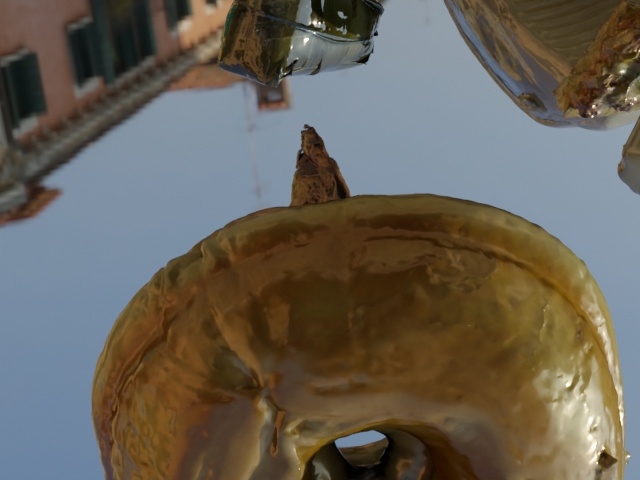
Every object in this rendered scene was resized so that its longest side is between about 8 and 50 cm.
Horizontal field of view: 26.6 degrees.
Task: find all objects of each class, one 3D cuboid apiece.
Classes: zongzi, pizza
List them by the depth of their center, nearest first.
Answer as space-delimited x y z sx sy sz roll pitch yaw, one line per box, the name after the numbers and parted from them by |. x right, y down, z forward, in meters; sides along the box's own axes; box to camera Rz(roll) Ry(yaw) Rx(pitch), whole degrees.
0.288 -0.158 1.223 0.175 0.134 0.046 -26 -126 22 | pizza
0.000 -0.332 1.624 0.125 0.274 0.250 22 -157 28 | zongzi

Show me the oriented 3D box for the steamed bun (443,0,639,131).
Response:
0.311 -0.287 1.706 0.247 0.236 0.383 -34 -112 -11 | steamed bun

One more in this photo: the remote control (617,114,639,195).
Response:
0.307 -0.136 1.113 0.049 0.090 0.230 23 -118 17 | remote control

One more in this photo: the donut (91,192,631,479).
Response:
0.038 0.160 1.057 0.448 0.449 0.198 -7 -149 0 | donut

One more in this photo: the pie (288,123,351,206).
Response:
0.001 0.002 1.156 0.033 0.191 0.088 -15 -153 -34 | pie
